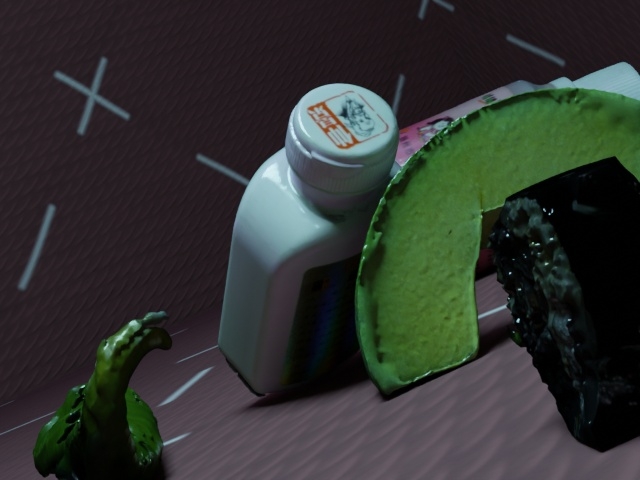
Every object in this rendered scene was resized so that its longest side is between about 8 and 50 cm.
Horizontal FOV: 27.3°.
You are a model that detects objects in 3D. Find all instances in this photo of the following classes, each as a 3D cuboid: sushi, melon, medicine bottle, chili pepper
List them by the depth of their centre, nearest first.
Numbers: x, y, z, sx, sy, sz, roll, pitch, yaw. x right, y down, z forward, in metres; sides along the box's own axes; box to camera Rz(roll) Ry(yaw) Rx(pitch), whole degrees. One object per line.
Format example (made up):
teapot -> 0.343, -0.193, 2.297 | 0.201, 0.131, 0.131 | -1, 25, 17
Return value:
sushi -> 0.093, 0.018, 0.455 | 0.056, 0.083, 0.084 | -24, 3, -6
melon -> 0.096, -0.008, 0.729 | 0.209, 0.118, 0.064 | -26, -6, -12
chili pepper -> -0.122, 0.107, 0.752 | 0.085, 0.076, 0.359 | -43, 3, -17
medicine bottle -> 0.000, 0.000, 0.813 | 0.115, 0.078, 0.219 | -28, -29, -28
medicine bottle -> 0.163, -0.059, 1.120 | 0.247, 0.147, 0.147 | -24, 1, 2
